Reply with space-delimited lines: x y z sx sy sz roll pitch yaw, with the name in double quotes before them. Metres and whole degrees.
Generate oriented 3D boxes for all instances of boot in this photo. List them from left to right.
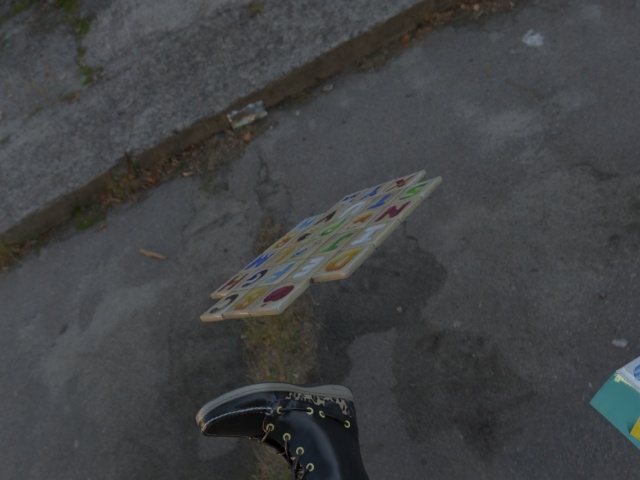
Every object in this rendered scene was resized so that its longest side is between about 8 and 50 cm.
"boot" -0.058 0.455 1.056 0.138 0.378 0.284 -56 39 35

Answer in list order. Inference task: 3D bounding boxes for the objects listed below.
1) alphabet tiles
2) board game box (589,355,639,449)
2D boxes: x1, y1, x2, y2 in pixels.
"alphabet tiles" 0.000 0.000 0.690 0.285 0.011 0.342 -13 22 48
"board game box" 0.544 0.250 0.577 0.254 0.079 0.336 -17 46 -26
